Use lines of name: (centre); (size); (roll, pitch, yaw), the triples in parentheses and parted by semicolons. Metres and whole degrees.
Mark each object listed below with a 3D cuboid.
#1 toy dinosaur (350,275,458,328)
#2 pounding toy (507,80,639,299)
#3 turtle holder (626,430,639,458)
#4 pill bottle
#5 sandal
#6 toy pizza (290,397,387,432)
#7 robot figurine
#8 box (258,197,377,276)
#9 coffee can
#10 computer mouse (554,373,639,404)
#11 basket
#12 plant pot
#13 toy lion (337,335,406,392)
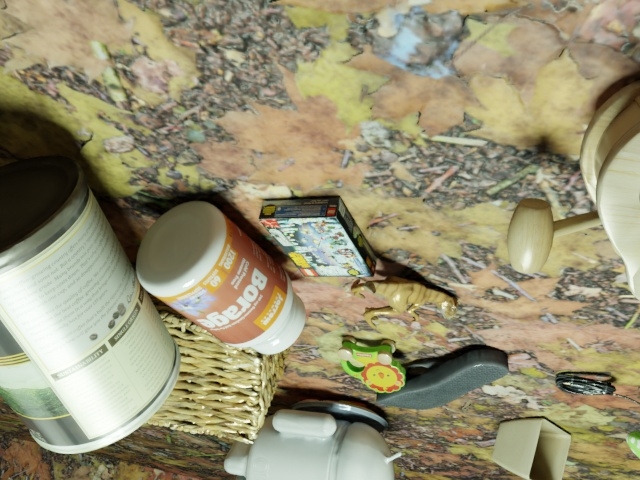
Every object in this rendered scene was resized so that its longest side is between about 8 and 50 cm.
toy dinosaur: (0.085, 0.061, 0.842); (0.112, 0.064, 0.211); (-23, 156, 39)
pounding toy: (0.282, -0.055, 0.543); (0.269, 0.155, 0.154); (-5, 120, 11)
turtle holder: (0.517, 0.242, 0.740); (0.243, 0.320, 0.227); (-14, 153, -11)
pill bottle: (-0.109, 0.056, 0.844); (0.121, 0.121, 0.216); (-6, 147, 31)
sandal: (0.191, 0.215, 1.101); (0.097, 0.055, 0.254); (23, 141, -33)
toy pizza: (0.039, 0.354, 1.424); (0.201, 0.032, 0.201); (9, 151, 5)
robot figurine: (-0.007, 0.452, 1.370); (0.353, 0.200, 0.300); (-1, 124, 20)
box: (0.000, 0.000, 0.797); (0.093, 0.027, 0.137); (-1, 149, 25)
coffee can: (-0.301, 0.074, 0.784); (0.201, 0.202, 0.275); (-1, 129, 23)
computer mouse: (0.470, 0.226, 1.021); (0.242, 0.041, 0.071); (13, 154, 13)
basket: (-0.205, 0.139, 1.067); (0.299, 0.223, 0.214); (8, 119, 8)
plant pot: (0.379, 0.387, 1.277); (0.109, 0.109, 0.096); (34, 157, -35)
toy lion: (0.082, 0.197, 1.081); (0.100, 0.034, 0.096); (3, 126, 18)
